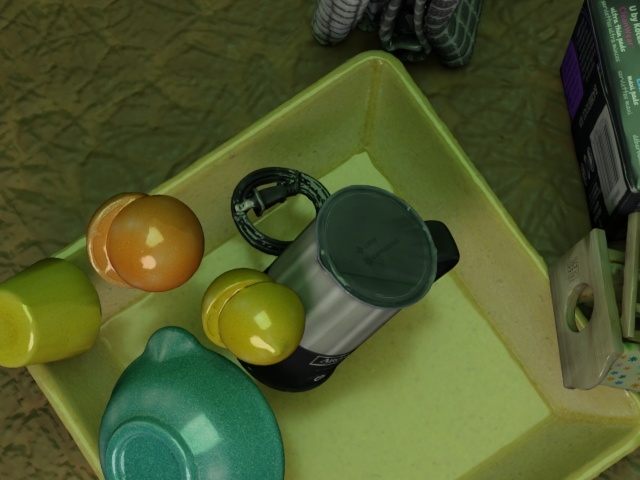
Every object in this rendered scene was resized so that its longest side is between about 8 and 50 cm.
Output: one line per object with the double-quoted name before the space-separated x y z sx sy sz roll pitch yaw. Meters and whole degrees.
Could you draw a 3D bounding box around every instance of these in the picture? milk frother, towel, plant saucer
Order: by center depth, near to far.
"milk frother" 0.000 0.000 0.990 0.129 0.135 0.143 -34 83 -39
"towel" 0.093 -0.274 1.078 0.121 0.235 0.284 17 79 -1
"plant saucer" 0.000 0.090 1.082 0.333 0.081 0.333 -34 80 -5

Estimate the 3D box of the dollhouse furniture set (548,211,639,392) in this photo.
"dollhouse furniture set" 0.271 0.041 0.999 0.182 0.161 0.101 12 56 -23

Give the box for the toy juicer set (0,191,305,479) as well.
"toy juicer set" -0.060 0.113 0.967 0.209 0.089 0.329 -40 80 30

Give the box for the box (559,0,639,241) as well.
"box" 0.317 -0.101 1.068 0.270 0.165 0.143 -10 78 0
